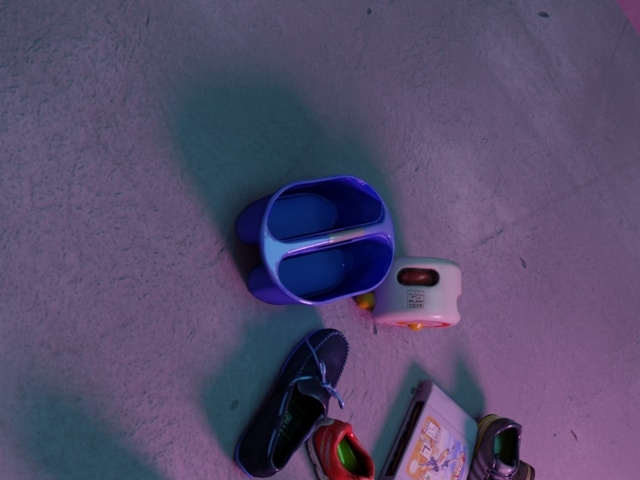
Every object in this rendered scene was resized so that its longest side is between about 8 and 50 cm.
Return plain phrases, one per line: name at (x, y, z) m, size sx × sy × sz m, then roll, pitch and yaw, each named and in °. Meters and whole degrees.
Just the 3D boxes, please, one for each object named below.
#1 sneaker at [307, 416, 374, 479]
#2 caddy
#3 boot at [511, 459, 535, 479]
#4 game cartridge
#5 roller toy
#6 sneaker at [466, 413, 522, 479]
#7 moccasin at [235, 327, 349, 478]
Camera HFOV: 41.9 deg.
sneaker at (0.066, 0.479, 1.647) m, size 0.107 × 0.118 × 0.279 m, roll -33°, pitch 103°, yaw -37°
caddy at (0.000, 0.000, 1.648) m, size 0.341 × 0.179 × 0.241 m, roll -13°, pitch 91°, yaw -40°
boot at (0.417, 0.589, 1.951) m, size 0.137 × 0.077 × 0.198 m, roll 36°, pitch 52°, yaw -19°
game cartridge at (0.243, 0.484, 1.834) m, size 0.198 × 0.062 × 0.297 m, roll 41°, pitch 59°, yaw -21°
roller toy at (0.202, 0.118, 1.778) m, size 0.209 × 0.191 × 0.146 m, roll 12°, pitch 75°, yaw -37°
sneaker at (0.377, 0.529, 1.865) m, size 0.111 × 0.121 × 0.300 m, roll 18°, pitch 71°, yaw -5°
moccasin at (-0.024, 0.317, 1.607) m, size 0.138 × 0.117 × 0.342 m, roll 45°, pitch 57°, yaw -24°
